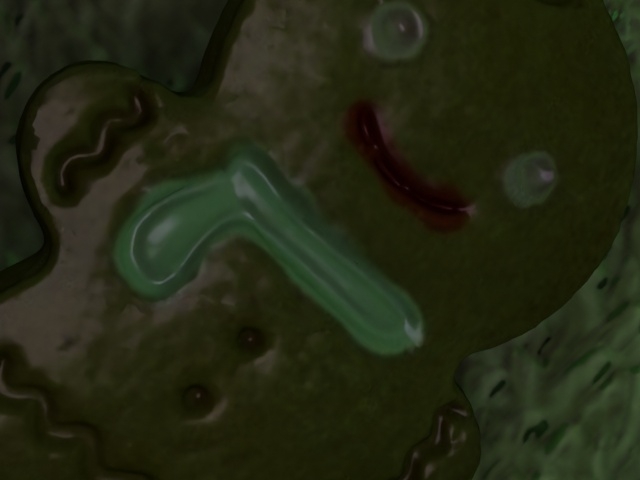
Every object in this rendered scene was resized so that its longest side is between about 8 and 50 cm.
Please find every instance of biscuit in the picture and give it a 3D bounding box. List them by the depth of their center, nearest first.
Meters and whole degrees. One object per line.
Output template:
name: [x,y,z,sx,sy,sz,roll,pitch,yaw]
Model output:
biscuit: [0.001,0.000,0.467,0.249,0.035,0.184,-45,110,-5]
